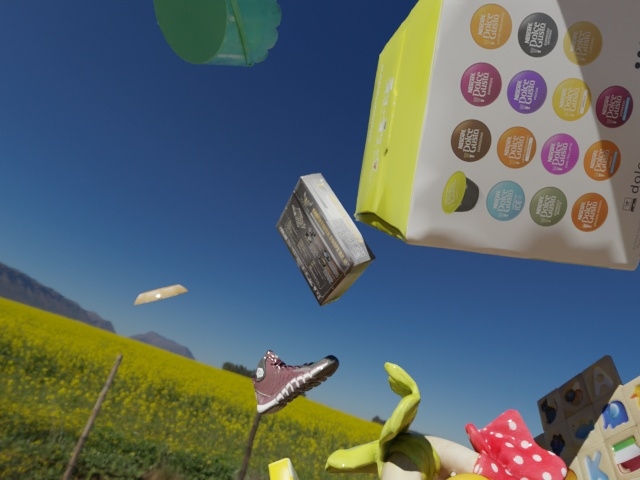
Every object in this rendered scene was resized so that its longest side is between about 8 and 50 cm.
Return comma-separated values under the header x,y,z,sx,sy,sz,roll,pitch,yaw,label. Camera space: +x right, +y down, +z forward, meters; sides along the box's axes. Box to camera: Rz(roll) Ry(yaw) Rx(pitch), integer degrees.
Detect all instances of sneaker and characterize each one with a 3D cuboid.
x,y,z,sx,sy,sz,roll,pitch,yaw,label
-0.093,0.373,1.183,0.281,0.162,0.106,-35,-32,6,sneaker

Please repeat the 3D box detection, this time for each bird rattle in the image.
x,y,z,sx,sy,sz,roll,pitch,yaw,label
0.132,0.241,0.367,0.254,0.143,0.207,30,13,-11,bird rattle

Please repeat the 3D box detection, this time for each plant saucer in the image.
x,y,z,sx,sy,sz,roll,pitch,yaw,label
-0.254,0.084,0.642,0.084,0.015,0.083,-13,0,0,plant saucer

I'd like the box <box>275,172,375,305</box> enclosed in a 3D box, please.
x,y,z,sx,sy,sz,roll,pitch,yaw,label
0.000,0.000,0.877,0.056,0.231,0.183,-15,-27,-36,box

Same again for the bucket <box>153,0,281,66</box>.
x,y,z,sx,sy,sz,roll,pitch,yaw,label
-0.255,-0.570,0.992,0.281,0.183,0.281,16,-57,27,bucket

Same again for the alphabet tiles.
x,y,z,sx,sy,sz,roll,pitch,yaw,label
0.387,0.341,0.548,0.011,0.342,0.285,20,-49,-2,alphabet tiles

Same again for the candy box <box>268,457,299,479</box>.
x,y,z,sx,sy,sz,roll,pitch,yaw,label
-0.010,0.314,0.347,0.027,0.205,0.105,-18,-55,-3,candy box

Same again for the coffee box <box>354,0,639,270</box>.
x,y,z,sx,sy,sz,roll,pitch,yaw,label
0.264,-0.161,0.654,0.335,0.337,0.338,7,7,-7,coffee box
